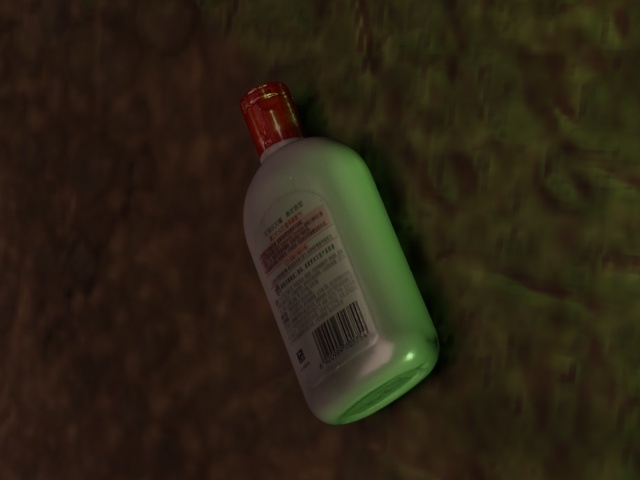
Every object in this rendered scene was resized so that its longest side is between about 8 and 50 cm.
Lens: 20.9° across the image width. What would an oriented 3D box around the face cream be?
[{"bbox_3d":[0.000,0.000,0.415,0.040,0.021,0.083,-39,63,37],"label":"face cream"}]
